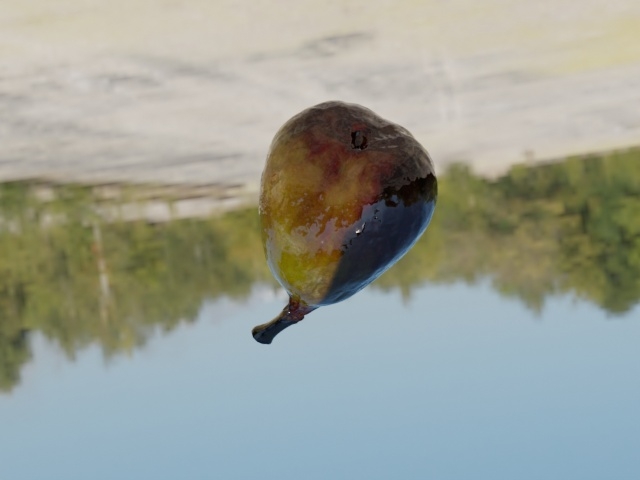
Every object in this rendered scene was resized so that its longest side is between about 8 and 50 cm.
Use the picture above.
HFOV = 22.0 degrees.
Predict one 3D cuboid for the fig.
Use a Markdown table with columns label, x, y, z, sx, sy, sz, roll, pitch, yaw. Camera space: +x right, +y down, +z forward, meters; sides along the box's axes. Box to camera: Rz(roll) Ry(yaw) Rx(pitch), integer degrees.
| label | x | y | z | sx | sy | sz | roll | pitch | yaw |
| --- | --- | --- | --- | --- | --- | --- | --- | --- | --- |
| fig | -0.001 | 0.000 | 1.595 | 0.170 | 0.274 | 0.145 | 34 | -152 | 13 |
